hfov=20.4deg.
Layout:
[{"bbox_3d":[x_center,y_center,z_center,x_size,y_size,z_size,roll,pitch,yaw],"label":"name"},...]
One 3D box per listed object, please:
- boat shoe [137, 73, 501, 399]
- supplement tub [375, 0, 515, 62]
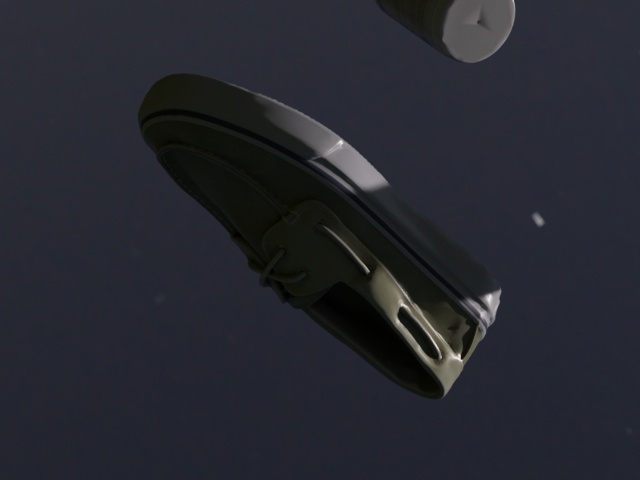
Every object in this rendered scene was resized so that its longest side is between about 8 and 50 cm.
[{"bbox_3d":[0.000,0.000,1.195,0.109,0.302,0.094,-22,-140,54],"label":"boat shoe"},{"bbox_3d":[0.093,-0.187,1.365,0.071,0.071,0.107,-40,-140,-4],"label":"supplement tub"}]
